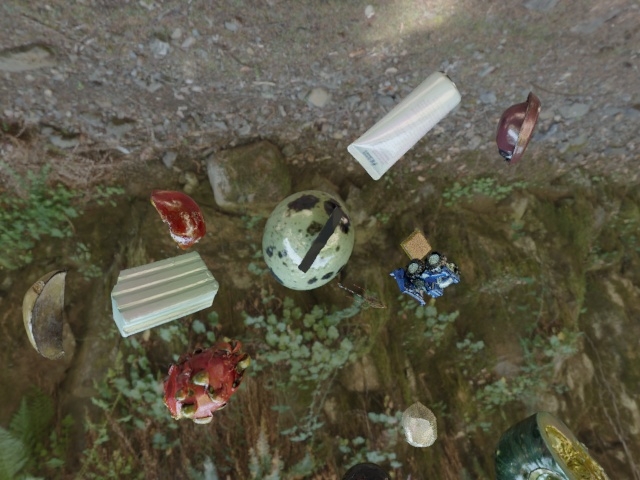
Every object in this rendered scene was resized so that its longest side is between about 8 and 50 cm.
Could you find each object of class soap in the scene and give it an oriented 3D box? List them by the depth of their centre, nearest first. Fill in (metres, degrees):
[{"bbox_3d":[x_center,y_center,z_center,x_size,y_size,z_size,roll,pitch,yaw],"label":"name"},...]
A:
[{"bbox_3d":[-0.462,0.149,1.231,0.290,0.173,0.095,-18,146,-40],"label":"soap"}]

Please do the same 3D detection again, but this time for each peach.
[{"bbox_3d":[-0.560,-0.108,1.675,0.154,0.267,0.159,-30,-175,-17],"label":"peach"}]

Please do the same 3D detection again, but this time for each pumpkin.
[{"bbox_3d":[0.531,0.569,0.969,0.197,0.292,0.263,-44,156,27],"label":"pumpkin"}]

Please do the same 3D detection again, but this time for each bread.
[{"bbox_3d":[0.365,0.023,1.590,0.090,0.094,0.035,-40,-166,-9],"label":"bread"}]

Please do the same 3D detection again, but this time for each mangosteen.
[{"bbox_3d":[0.205,1.047,1.650,0.275,0.274,0.302,2,-162,-38],"label":"mangosteen"}]

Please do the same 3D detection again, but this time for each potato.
[{"bbox_3d":[-0.795,0.206,1.171,0.100,0.261,0.120,5,-179,16],"label":"potato"}]

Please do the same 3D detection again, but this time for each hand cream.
[{"bbox_3d":[0.259,-0.351,1.271,0.359,0.118,0.185,-41,139,11],"label":"hand cream"}]

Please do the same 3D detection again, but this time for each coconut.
[{"bbox_3d":[0.300,0.554,1.269,0.110,0.124,0.110,-7,171,-1],"label":"coconut"}]

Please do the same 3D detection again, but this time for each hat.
[{"bbox_3d":[0.550,-0.319,1.188,0.089,0.205,0.205,18,171,15],"label":"hat"}]

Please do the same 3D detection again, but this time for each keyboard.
[{"bbox_3d":[-0.001,-0.001,1.132,0.015,0.196,0.074,29,174,27],"label":"keyboard"}]

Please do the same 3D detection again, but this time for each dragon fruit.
[{"bbox_3d":[-0.377,0.454,1.398,0.228,0.307,0.243,-9,141,41],"label":"dragon fruit"}]

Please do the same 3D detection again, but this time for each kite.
[{"bbox_3d":[0.172,0.240,1.802,0.245,0.006,0.198,25,-159,5],"label":"kite"}]

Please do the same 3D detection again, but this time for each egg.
[{"bbox_3d":[-0.046,0.008,1.341,0.288,0.287,0.379,-1,138,-31],"label":"egg"}]

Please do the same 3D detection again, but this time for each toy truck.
[{"bbox_3d":[0.337,0.130,1.347,0.113,0.126,0.208,32,140,-30],"label":"toy truck"}]
